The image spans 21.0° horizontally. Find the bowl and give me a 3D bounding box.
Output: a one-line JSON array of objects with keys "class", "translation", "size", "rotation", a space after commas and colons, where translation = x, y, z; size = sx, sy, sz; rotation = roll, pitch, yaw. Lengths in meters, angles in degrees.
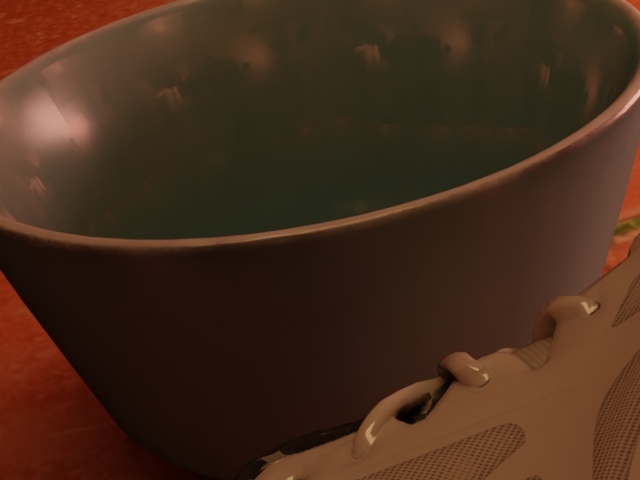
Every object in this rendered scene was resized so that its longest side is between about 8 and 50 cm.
[{"class": "bowl", "translation": [0.000, 0.000, 0.782], "size": [0.312, 0.163, 0.311], "rotation": [-7, 26, 4]}]

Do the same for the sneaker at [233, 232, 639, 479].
[{"class": "sneaker", "translation": [0.104, 0.024, 0.578], "size": [0.257, 0.169, 0.447], "rotation": [0, 51, 32]}]
